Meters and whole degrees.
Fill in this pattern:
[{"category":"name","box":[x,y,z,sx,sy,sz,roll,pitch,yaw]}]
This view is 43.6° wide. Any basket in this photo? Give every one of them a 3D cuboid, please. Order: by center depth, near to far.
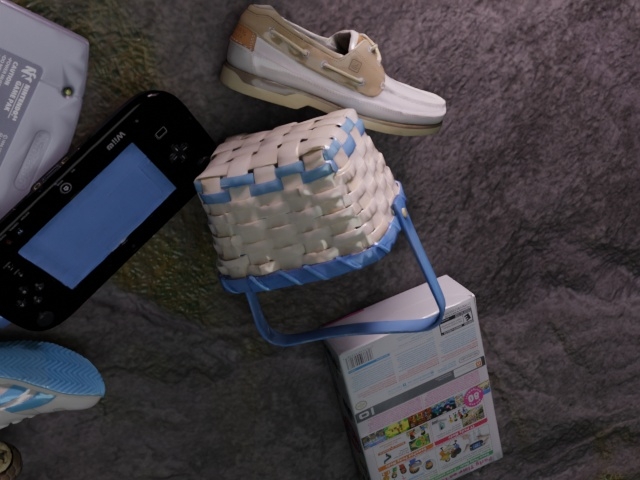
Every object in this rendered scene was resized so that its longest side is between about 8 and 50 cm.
[{"category":"basket","box":[0.000,0.000,0.974,0.254,0.201,0.289,-9,114,22]}]

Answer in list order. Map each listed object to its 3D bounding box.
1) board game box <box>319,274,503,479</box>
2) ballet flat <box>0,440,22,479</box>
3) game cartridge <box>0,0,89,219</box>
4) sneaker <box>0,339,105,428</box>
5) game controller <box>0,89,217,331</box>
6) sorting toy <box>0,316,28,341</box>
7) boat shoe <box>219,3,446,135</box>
[{"category":"board game box","box":[0.142,0.235,1.217,0.224,0.097,0.303,-20,115,-14]},{"category":"ballet flat","box":[-0.484,0.269,0.940,0.249,0.084,0.058,-1,131,-16]},{"category":"game cartridge","box":[-0.382,-0.120,0.884,0.196,0.060,0.294,24,99,-25]},{"category":"sneaker","box":[-0.373,0.178,0.946,0.228,0.087,0.092,7,120,-25]},{"category":"game controller","box":[-0.261,-0.032,0.931,0.319,0.067,0.166,-46,153,-6]},{"category":"sorting toy","box":[-0.491,0.157,0.944,0.347,0.047,0.196,-24,117,-13]},{"category":"boat shoe","box":[0.033,-0.207,0.992,0.302,0.113,0.103,9,111,-25]}]
